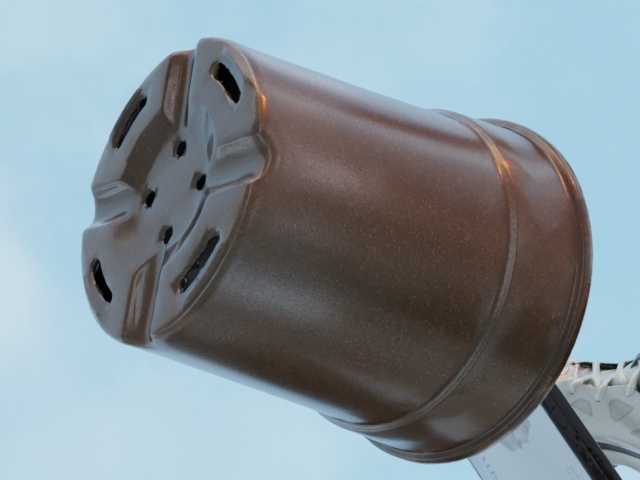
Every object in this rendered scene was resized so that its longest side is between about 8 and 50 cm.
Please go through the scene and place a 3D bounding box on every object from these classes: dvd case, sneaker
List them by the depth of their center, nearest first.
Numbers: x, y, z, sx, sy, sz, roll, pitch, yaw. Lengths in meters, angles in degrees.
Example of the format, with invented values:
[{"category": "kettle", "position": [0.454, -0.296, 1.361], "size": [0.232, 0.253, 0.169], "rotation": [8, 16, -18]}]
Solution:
[{"category": "dvd case", "position": [0.183, 0.195, 0.944], "size": [0.022, 0.253, 0.180], "rotation": [-30, -105, -15]}, {"category": "sneaker", "position": [0.386, 0.161, 1.376], "size": [0.447, 0.169, 0.258], "rotation": [19, -53, 22]}]

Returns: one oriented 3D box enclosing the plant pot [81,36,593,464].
[{"category": "plant pot", "position": [0.000, 0.000, 0.477], "size": [0.165, 0.167, 0.167], "rotation": [20, -79, -37]}]
